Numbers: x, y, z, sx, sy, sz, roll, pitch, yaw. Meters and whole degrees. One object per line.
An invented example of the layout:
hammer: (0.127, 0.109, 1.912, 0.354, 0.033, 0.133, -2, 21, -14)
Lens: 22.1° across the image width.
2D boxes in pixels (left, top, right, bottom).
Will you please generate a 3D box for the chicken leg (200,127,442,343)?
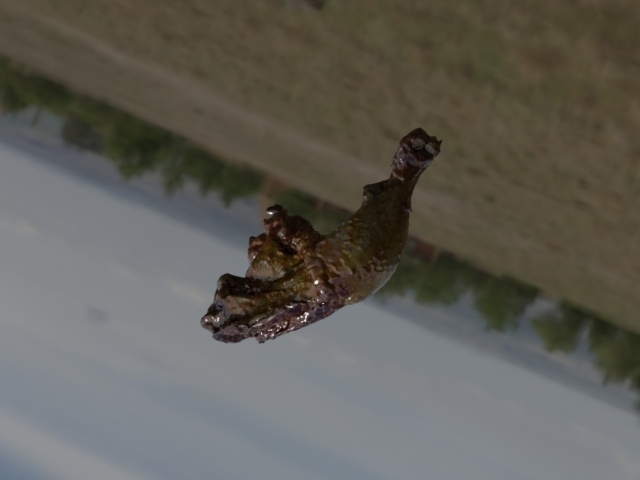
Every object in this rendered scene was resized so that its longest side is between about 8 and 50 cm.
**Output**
chicken leg: (0.004, 0.008, 1.767, 0.083, 0.322, 0.177, 40, -149, -42)
